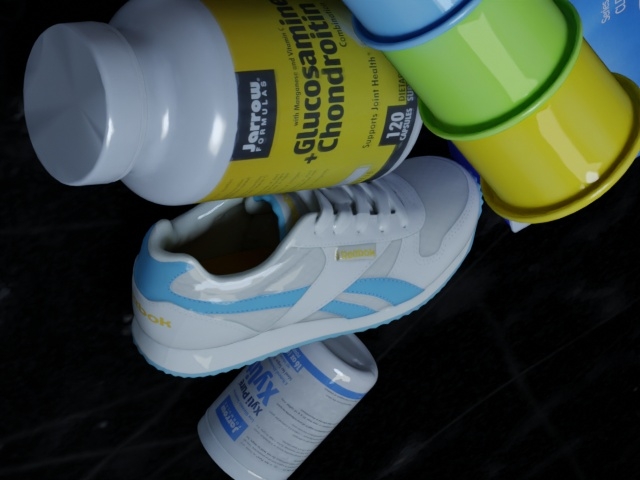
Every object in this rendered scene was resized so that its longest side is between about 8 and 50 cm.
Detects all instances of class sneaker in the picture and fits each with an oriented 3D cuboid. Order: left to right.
[{"bbox_3d":[0.000,0.000,1.019,0.228,0.087,0.092,-23,144,-25],"label":"sneaker"}]

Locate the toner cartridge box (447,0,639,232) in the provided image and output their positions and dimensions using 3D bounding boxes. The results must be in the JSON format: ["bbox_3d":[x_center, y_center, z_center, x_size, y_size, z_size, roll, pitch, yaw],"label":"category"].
[{"bbox_3d":[0.137,-0.158,0.959,0.165,0.075,0.348,-31,148,-8],"label":"toner cartridge box"}]

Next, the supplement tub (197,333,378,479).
[{"bbox_3d":[-0.021,0.102,1.143,0.107,0.071,0.071,-48,147,16],"label":"supplement tub"}]

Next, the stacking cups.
[{"bbox_3d":[0.027,-0.135,0.796,0.096,0.096,0.316,-42,123,7],"label":"stacking cups"}]

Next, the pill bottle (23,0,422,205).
[{"bbox_3d":[-0.045,-0.071,0.863,0.184,0.103,0.103,-9,138,-39],"label":"pill bottle"}]
